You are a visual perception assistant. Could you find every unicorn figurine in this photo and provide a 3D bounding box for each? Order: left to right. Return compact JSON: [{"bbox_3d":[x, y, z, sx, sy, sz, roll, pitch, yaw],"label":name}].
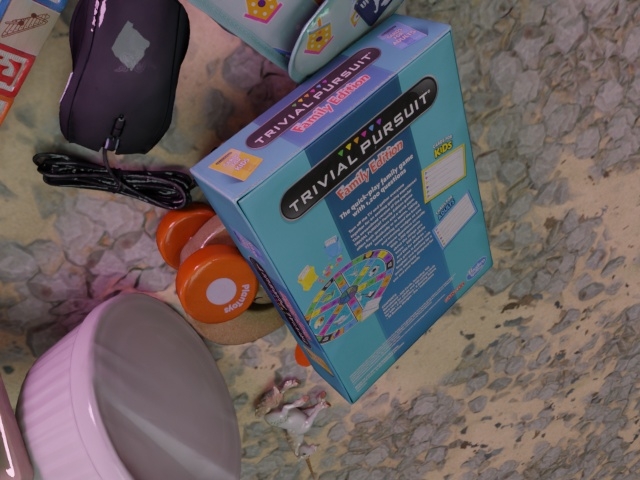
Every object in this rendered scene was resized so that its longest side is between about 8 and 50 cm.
[{"bbox_3d":[-0.036,0.280,0.927,0.162,0.060,0.111,38,102,-20],"label":"unicorn figurine"}]

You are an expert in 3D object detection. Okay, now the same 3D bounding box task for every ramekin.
[{"bbox_3d":[-0.215,0.206,0.677,0.127,0.273,0.273,-28,128,11],"label":"ramekin"}]

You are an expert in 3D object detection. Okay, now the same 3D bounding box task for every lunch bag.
[{"bbox_3d":[-0.013,-0.269,0.516,0.262,0.160,0.223,29,108,-41],"label":"lunch bag"}]

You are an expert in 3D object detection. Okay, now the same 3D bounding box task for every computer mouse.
[{"bbox_3d":[-0.155,-0.105,0.562,0.184,0.060,0.262,11,142,-30],"label":"computer mouse"}]

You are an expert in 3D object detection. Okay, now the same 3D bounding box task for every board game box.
[{"bbox_3d":[0.053,-0.015,0.627,0.254,0.079,0.336,-41,135,-16],"label":"board game box"}]

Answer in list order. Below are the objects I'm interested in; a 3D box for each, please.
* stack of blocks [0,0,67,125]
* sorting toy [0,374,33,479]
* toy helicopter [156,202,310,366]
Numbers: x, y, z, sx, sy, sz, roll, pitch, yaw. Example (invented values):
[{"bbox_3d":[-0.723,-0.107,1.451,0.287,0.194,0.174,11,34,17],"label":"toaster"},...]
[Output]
[{"bbox_3d":[-0.341,-0.137,0.461,0.297,0.087,0.171,-53,155,14],"label":"stack of blocks"},{"bbox_3d":[-0.442,0.164,0.548,0.255,0.257,0.089,-27,163,-5],"label":"sorting toy"},{"bbox_3d":[0.000,0.000,0.712,0.355,0.140,0.235,-37,126,-4],"label":"toy helicopter"}]
